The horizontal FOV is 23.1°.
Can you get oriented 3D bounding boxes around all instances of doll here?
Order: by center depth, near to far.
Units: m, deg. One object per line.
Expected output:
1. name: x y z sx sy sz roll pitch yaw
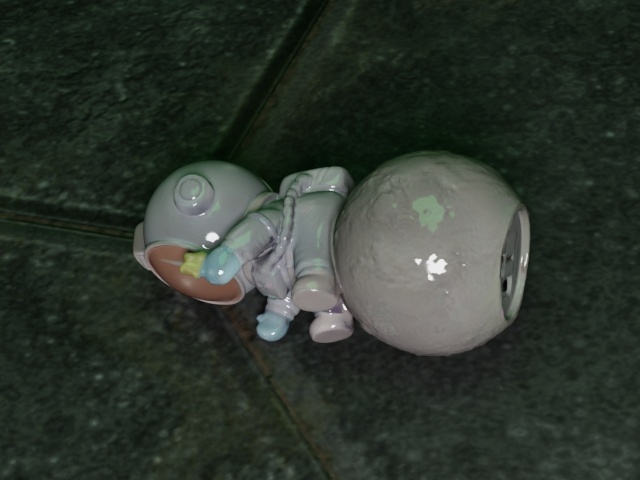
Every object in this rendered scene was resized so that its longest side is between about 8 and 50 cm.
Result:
1. doll: 0.000 0.000 1.105 0.287 0.151 0.151 6 43 21
